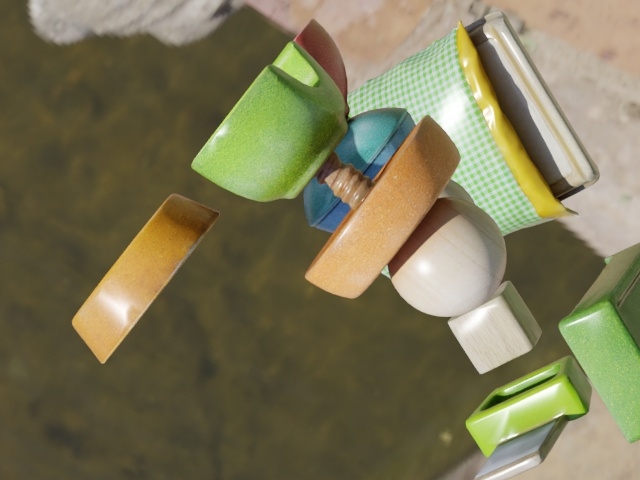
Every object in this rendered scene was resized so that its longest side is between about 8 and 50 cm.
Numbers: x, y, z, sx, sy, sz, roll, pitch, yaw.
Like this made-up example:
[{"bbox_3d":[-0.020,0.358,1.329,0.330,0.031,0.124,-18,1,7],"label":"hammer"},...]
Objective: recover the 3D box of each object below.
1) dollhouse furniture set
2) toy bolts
[{"bbox_3d":[0.112,0.011,1.235,0.197,0.151,0.301,-29,97,29],"label":"dollhouse furniture set"},{"bbox_3d":[0.000,0.000,0.936,0.158,0.228,0.218,38,111,-4],"label":"toy bolts"}]
